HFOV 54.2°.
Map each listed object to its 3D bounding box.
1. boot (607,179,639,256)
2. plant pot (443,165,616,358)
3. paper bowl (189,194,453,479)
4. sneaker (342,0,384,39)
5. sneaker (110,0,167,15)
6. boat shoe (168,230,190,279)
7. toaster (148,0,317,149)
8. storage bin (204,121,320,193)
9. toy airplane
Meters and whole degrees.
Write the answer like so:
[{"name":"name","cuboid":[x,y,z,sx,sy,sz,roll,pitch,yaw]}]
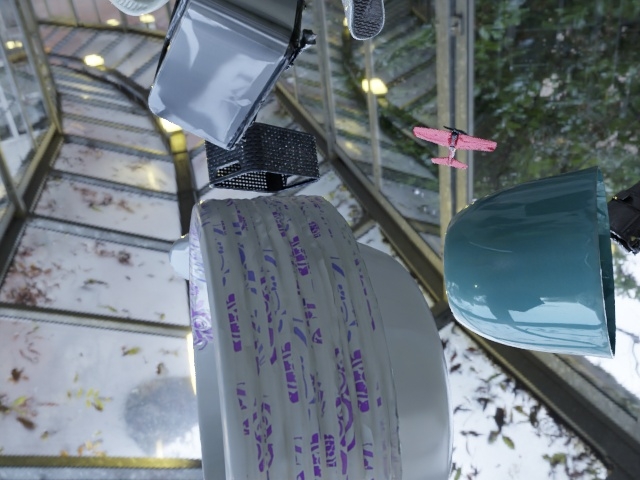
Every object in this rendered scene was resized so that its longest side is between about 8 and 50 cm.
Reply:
[{"name":"boot","cuboid":[0.615,-0.056,1.078,0.229,0.091,0.263,-43,-155,1]},{"name":"plant pot","cuboid":[0.335,0.042,1.008,0.235,0.293,0.293,-5,-154,28]},{"name":"paper bowl","cuboid":[-0.009,0.110,0.441,0.148,0.285,0.284,-3,-153,-15]},{"name":"sneaker","cuboid":[0.072,-0.529,1.175,0.105,0.290,0.123,-9,-121,-8]},{"name":"sneaker","cuboid":[-0.139,-0.435,0.797,0.350,0.131,0.148,-30,-156,20]},{"name":"boat shoe","cuboid":[-0.068,0.006,0.762,0.228,0.080,0.076,-6,-151,13]},{"name":"toaster","cuboid":[-0.087,-0.211,0.617,0.110,0.185,0.168,18,-126,-23]},{"name":"storage bin","cuboid":[-0.098,-0.139,1.084,0.122,0.085,0.180,-12,171,38]},{"name":"toy airplane","cuboid":[0.237,-0.168,1.138,0.151,0.151,0.028,9,-105,27]}]
